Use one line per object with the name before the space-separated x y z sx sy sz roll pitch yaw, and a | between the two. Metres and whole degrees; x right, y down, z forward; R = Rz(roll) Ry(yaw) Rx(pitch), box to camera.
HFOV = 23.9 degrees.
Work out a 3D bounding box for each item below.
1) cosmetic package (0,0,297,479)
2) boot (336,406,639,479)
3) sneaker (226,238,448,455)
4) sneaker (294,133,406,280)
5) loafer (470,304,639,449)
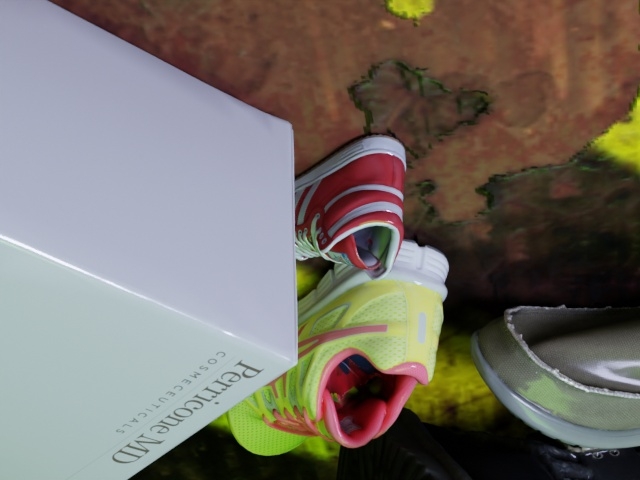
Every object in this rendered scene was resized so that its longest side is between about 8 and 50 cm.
cosmetic package | -0.207 -0.025 0.676 0.365 0.155 0.197 25 134 -30
boot | 0.157 0.183 0.883 0.260 0.348 0.131 8 103 -8
sneaker | 0.002 0.086 0.886 0.081 0.094 0.208 14 142 -23
sneaker | 0.000 0.000 0.792 0.042 0.067 0.118 25 136 -31
loafer | 0.206 0.065 0.888 0.251 0.094 0.087 6 125 -23
